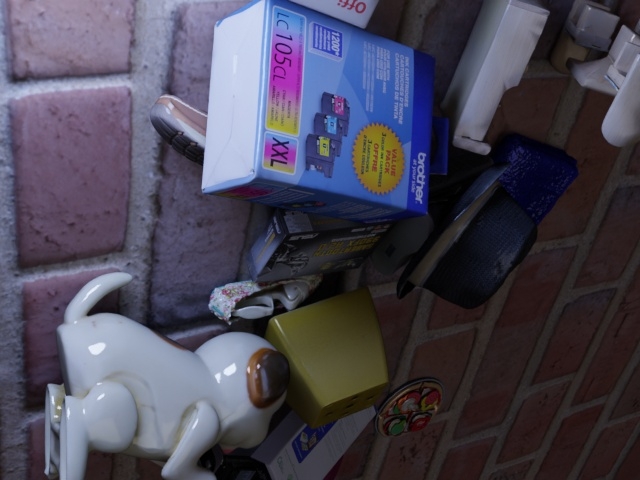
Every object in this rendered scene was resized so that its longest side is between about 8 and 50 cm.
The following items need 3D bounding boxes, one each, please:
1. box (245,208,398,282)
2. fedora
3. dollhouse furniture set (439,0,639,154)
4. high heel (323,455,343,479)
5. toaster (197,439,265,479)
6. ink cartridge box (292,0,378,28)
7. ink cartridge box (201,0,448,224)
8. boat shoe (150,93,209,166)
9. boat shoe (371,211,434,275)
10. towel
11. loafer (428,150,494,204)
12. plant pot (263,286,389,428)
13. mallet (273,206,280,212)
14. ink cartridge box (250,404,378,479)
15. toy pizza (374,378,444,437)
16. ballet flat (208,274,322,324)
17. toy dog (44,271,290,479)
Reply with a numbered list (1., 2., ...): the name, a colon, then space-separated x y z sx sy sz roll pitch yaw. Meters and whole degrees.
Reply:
1. box: 0.000 0.000 1.557 0.231 0.056 0.183 -7 153 -29
2. fedora: 0.287 0.019 1.584 0.334 0.152 0.334 -48 169 -13
3. dollhouse furniture set: 0.443 -0.253 1.478 0.395 0.362 0.256 15 119 -9
4. high heel: -0.041 0.646 2.018 0.181 0.127 0.377 -13 133 -28
5. toaster: -0.196 0.497 1.863 0.186 0.110 0.168 15 117 -40
6. ink cartridge box: 0.023 -0.460 1.177 0.207 0.117 0.283 9 116 -39
7. ink cartridge box: 0.030 -0.178 1.320 0.396 0.151 0.269 10 80 -39
8. boat shoe: -0.127 -0.159 1.361 0.324 0.123 0.116 28 81 -44
9. boat shoe: 0.170 -0.009 1.660 0.081 0.079 0.227 -35 170 -30
10. towel: 0.390 -0.064 1.793 0.228 0.076 0.308 10 120 -39
11. loafer: 0.223 -0.097 1.641 0.251 0.094 0.087 -17 129 -21
12. plant pot: 0.018 0.244 1.685 0.212 0.187 0.212 -16 154 -20
13. mallet: 0.003 -0.055 1.583 0.190 0.039 0.062 -11 134 -19
14. ink cartridge box: -0.006 0.419 1.868 0.333 0.065 0.165 -42 127 -36
15. toy pizza: 0.227 0.424 2.133 0.201 0.032 0.201 -18 134 -20
16. ballet flat: -0.092 0.110 1.626 0.241 0.077 0.091 -15 132 -23
17. toy dog: -0.260 0.264 1.513 0.408 0.395 0.285 3 167 -25
